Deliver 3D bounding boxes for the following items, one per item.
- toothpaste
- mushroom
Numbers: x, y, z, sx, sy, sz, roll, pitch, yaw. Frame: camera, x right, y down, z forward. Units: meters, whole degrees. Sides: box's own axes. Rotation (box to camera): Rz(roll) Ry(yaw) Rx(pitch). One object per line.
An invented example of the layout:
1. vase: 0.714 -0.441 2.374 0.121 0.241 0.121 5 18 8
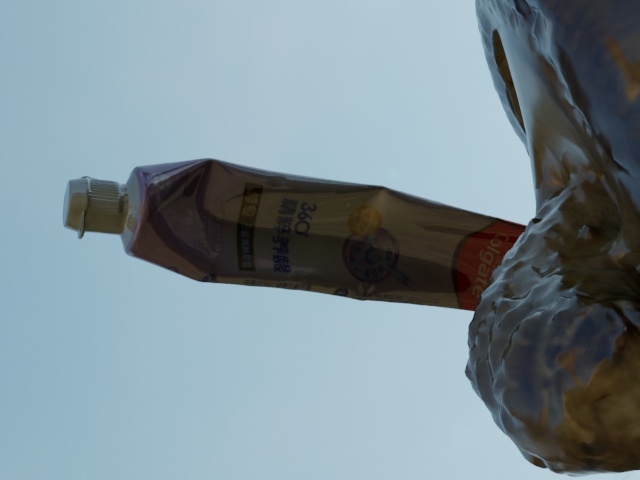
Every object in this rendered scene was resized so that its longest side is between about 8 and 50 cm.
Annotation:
1. toothpaste: 0.000 0.000 0.835 0.301 0.048 0.075 8 -72 -18
2. mushroom: 0.191 -0.011 0.666 0.239 0.345 0.345 1 -36 8
